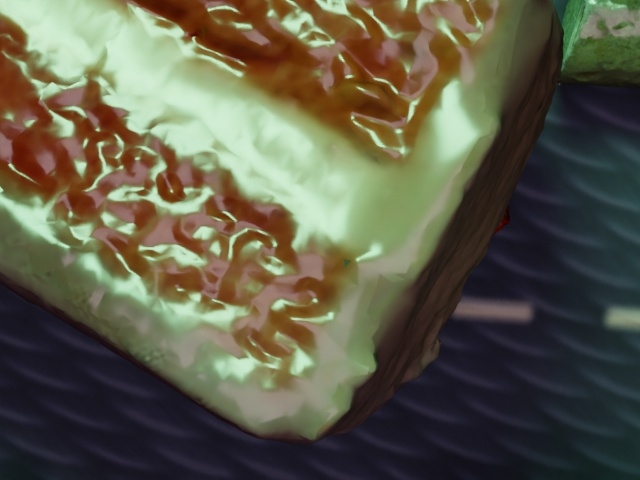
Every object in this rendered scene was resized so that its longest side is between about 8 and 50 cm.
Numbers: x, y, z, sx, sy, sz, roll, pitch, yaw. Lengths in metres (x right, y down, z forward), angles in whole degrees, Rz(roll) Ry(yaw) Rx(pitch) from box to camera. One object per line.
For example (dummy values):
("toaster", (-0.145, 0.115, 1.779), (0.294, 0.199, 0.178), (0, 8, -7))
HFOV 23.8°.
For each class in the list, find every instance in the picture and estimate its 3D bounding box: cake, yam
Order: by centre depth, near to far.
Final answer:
("cake", (-0.059, -0.071, 0.662), (0.309, 0.230, 0.237), (29, 94, 7))
("yam", (0.211, -0.115, 0.793), (0.179, 0.078, 0.078), (1, 102, 2))

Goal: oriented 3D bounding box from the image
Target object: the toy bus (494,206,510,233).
("toy bus", (0.000, 0.000, 0.816), (0.195, 0.081, 0.089), (-34, 109, 6))
